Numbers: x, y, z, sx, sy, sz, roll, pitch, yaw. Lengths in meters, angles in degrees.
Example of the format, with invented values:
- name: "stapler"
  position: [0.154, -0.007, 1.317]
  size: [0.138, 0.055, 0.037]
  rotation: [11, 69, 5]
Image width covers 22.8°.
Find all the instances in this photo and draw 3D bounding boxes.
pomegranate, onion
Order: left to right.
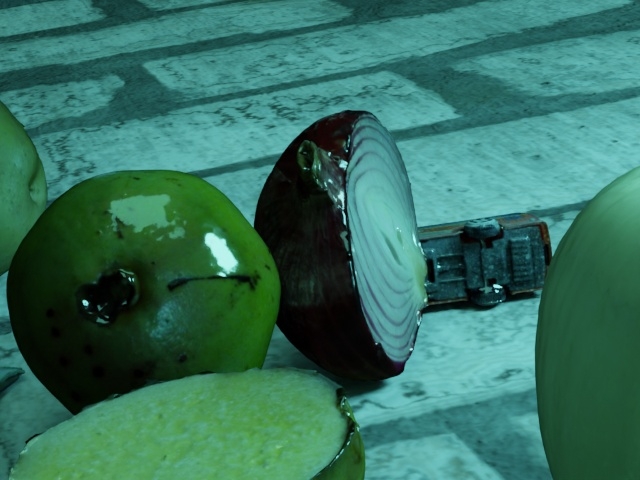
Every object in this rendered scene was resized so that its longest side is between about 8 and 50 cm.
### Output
- name: "pomegranate"
  position: [-0.118, 0.033, 1.069]
  size: [0.179, 0.179, 0.210]
  rotation: [-9, 16, -5]
- name: "onion"
  position: [0.000, 0.000, 1.117]
  size: [0.098, 0.151, 0.206]
  rotation: [-19, 47, 27]

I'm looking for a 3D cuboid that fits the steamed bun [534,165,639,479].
- name: "steamed bun"
  position: [0.262, 0.084, 0.699]
  size: [0.334, 0.233, 0.312]
  rotation: [-1, 16, -8]

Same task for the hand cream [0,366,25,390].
- name: "hand cream"
  position: [-0.295, 0.132, 1.068]
  size: [0.079, 0.050, 0.275]
  rotation: [25, 21, 9]

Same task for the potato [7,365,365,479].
- name: "potato"
  position: [-0.072, 0.144, 0.881]
  size: [0.200, 0.081, 0.164]
  rotation: [-12, 27, -6]

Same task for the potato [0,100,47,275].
- name: "potato"
  position: [-0.395, -0.044, 1.315]
  size: [0.326, 0.221, 0.243]
  rotation: [-11, 62, -8]

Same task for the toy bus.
- name: "toy bus"
  position: [0.078, 0.018, 1.220]
  size: [0.192, 0.065, 0.077]
  rotation: [-8, 12, -2]
